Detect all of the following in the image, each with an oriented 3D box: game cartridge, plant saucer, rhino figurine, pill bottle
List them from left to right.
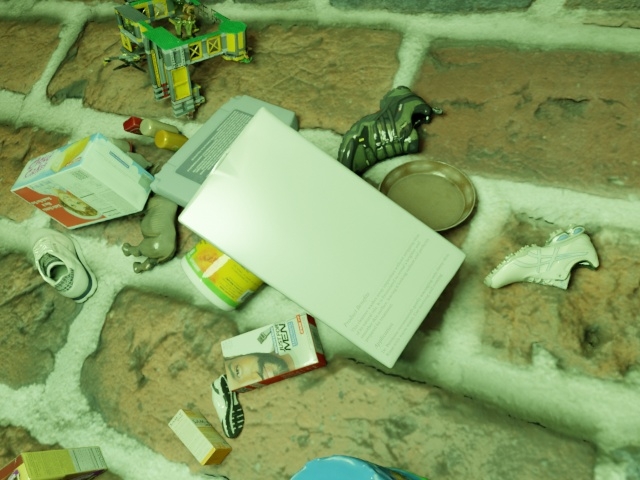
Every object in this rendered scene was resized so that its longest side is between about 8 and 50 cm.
[{"bbox_3d":[-0.349,-0.056,1.087,0.107,0.073,0.243,-12,64,18],"label":"rhino figurine"},{"bbox_3d":[-0.184,-0.174,1.055,0.196,0.060,0.294,24,64,29],"label":"game cartridge"},{"bbox_3d":[-0.124,0.003,0.949,0.246,0.136,0.136,-43,62,-1],"label":"pill bottle"},{"bbox_3d":[0.187,-0.076,0.913,0.169,0.029,0.168,-3,54,5],"label":"plant saucer"}]

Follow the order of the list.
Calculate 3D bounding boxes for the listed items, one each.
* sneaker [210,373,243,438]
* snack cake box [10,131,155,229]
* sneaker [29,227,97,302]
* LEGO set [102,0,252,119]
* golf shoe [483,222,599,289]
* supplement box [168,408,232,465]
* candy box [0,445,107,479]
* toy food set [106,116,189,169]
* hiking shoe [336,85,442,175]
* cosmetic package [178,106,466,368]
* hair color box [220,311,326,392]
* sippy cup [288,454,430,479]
[{"bbox_3d":[-0.167,0.295,0.909,0.044,0.040,0.109,-30,64,37],"label":"sneaker"},{"bbox_3d":[-0.497,-0.115,1.073,0.265,0.152,0.089,-9,54,33],"label":"snack cake box"},{"bbox_3d":[-0.578,0.036,1.116,0.235,0.095,0.090,37,86,29],"label":"sneaker"},{"bbox_3d":[-0.324,-0.429,1.201,0.331,0.192,0.255,33,53,24],"label":"LEGO set"},{"bbox_3d":[0.352,0.045,0.813,0.176,0.069,0.086,-28,69,8],"label":"golf shoe"},{"bbox_3d":[-0.208,0.339,0.886,0.098,0.062,0.036,37,85,26],"label":"supplement box"},{"bbox_3d":[-0.474,0.409,0.879,0.109,0.186,0.053,-36,65,1],"label":"candy box"},{"bbox_3d":[-0.396,-0.209,1.169,0.232,0.105,0.111,-23,76,29],"label":"toy food set"},{"bbox_3d":[0.127,-0.192,0.970,0.114,0.086,0.227,37,83,30],"label":"hiking shoe"},{"bbox_3d":[0.000,0.000,0.811,0.385,0.156,0.217,37,83,0],"label":"cosmetic package"},{"bbox_3d":[-0.084,0.199,0.905,0.167,0.053,0.093,-22,65,11],"label":"hair color box"},{"bbox_3d":[0.053,0.388,0.654,0.306,0.224,0.240,-33,45,2],"label":"sippy cup"}]
